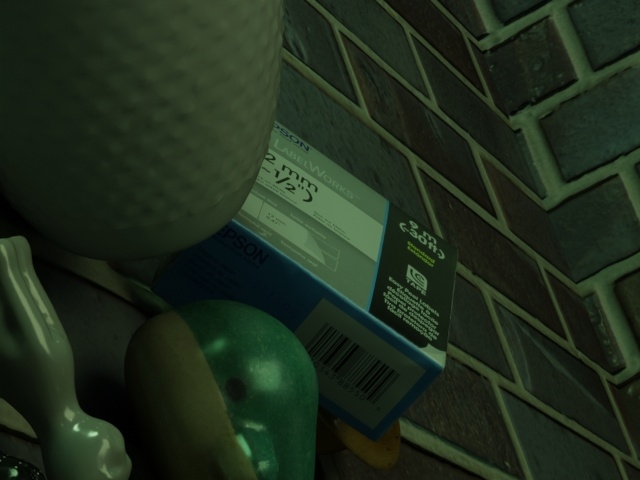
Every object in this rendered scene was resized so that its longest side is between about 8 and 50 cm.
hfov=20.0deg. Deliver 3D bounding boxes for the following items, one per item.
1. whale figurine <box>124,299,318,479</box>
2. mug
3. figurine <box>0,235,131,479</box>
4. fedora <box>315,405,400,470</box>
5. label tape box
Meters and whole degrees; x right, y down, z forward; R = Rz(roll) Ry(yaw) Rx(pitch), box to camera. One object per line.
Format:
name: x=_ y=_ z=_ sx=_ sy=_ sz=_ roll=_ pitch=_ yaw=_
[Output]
whale figurine: x=-0.052 y=0.174 z=1.421 sx=0.272 sy=0.141 sz=0.216 roll=68 pitch=-15 yaw=2
mug: x=-0.143 y=-0.189 z=1.441 sx=0.374 sy=0.276 sz=0.328 roll=-54 pitch=145 yaw=-49
figurine: x=-0.209 y=0.112 z=1.192 sx=0.209 sy=0.092 sz=0.215 roll=59 pitch=17 yaw=4
fedora: x=0.003 y=0.150 z=1.755 sx=0.194 sy=0.079 sz=0.194 roll=50 pitch=22 yaw=-28
label tape box: x=0.000 y=0.000 z=1.715 sx=0.249 sy=0.115 sz=0.348 roll=35 pitch=28 yaw=-10
